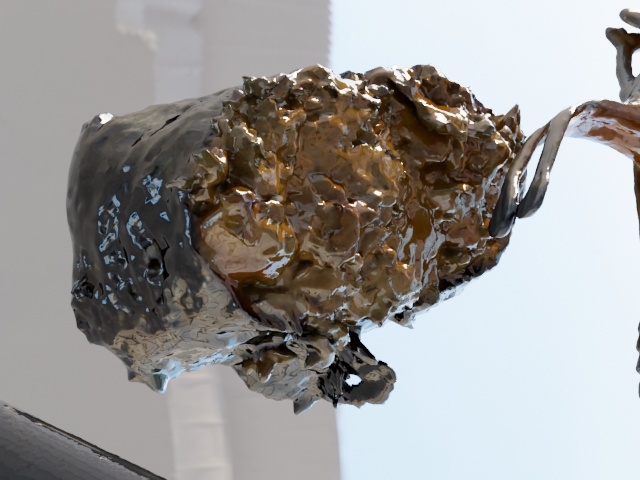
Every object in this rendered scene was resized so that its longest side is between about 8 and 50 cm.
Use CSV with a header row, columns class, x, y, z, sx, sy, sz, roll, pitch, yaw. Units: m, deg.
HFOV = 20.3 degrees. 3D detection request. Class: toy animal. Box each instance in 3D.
class,x,y,z,sx,sy,sz,roll,pitch,yaw
toy animal,0.232,-0.068,1.333,0.284,0.225,0.302,26,-136,-28

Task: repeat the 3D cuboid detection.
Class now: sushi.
class,x,y,z,sx,sy,sz,roll,pitch,yaw
sushi,0.000,0.000,1.209,0.348,0.207,0.234,-14,-91,-47

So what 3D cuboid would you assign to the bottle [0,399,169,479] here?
class,x,y,z,sx,sy,sz,roll,pitch,yaw
bottle,-0.161,0.110,0.851,0.072,0.244,0.082,-45,-43,-32
